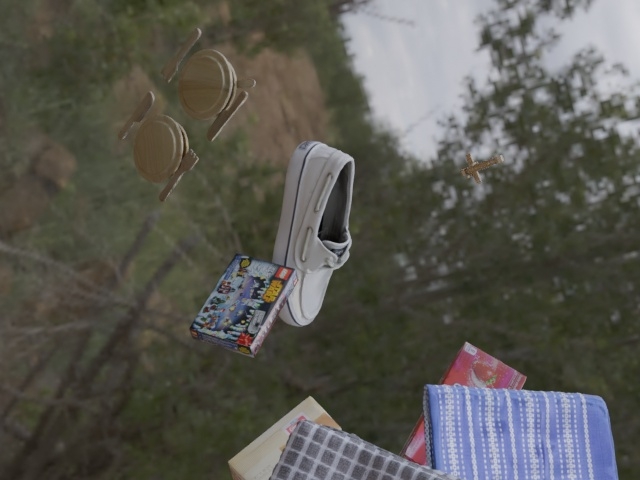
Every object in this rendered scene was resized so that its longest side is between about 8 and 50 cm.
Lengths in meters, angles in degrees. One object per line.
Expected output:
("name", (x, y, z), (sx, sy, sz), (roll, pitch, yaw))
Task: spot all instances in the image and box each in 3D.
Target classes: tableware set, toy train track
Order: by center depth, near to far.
("tableware set", (-0.165, -0.153, 1.598), (0.039, 0.194, 0.128), (4, 43, -52))
("toy train track", (0.234, -0.108, 1.882), (0.083, 0.014, 0.048), (-20, -87, 49))

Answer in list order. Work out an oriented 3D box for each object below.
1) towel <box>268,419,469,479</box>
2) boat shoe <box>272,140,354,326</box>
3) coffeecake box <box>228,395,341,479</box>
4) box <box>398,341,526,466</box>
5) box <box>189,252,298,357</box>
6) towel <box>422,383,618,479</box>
("towel", (0.027, 0.344, 1.336), (0.284, 0.235, 0.121), (-63, 148, -17))
("boat shoe", (0.000, 0.000, 1.751), (0.096, 0.088, 0.268), (-14, 118, -53))
("coffeecake box", (-0.040, 0.313, 1.721), (0.068, 0.142, 0.185), (43, -21, 27))
("box", (0.222, 0.312, 2.103), (0.257, 0.122, 0.128), (-55, 173, -37))
("box", (-0.100, 0.084, 1.696), (0.137, 0.094, 0.027), (-61, 154, -33))
("towel", (0.262, 0.302, 1.578), (0.336, 0.040, 0.243), (9, 70, -40))
